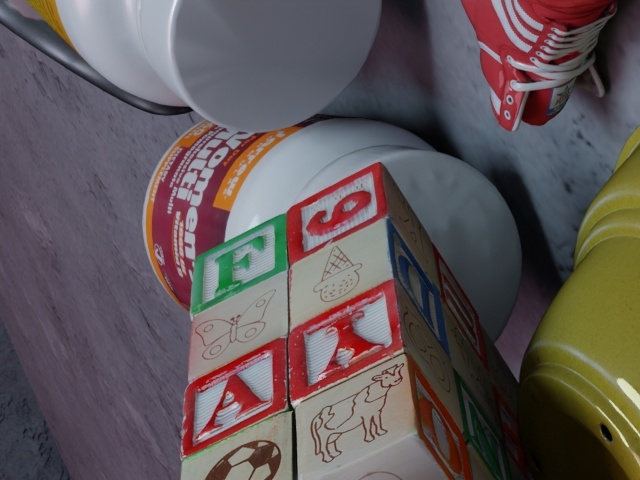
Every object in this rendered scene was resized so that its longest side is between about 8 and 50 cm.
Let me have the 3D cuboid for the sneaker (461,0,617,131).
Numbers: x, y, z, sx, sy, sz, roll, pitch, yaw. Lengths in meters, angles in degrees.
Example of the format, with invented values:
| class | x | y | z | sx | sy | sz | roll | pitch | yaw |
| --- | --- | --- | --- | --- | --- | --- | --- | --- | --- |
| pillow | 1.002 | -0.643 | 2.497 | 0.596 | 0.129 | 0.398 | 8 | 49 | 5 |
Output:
| class | x | y | z | sx | sy | sz | roll | pitch | yaw |
| --- | --- | --- | --- | --- | --- | --- | --- | --- | --- |
| sneaker | 0.084 | -0.071 | 0.588 | 0.118 | 0.042 | 0.067 | -150 | 41 | -74 |

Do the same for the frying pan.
| class | x | y | z | sx | sy | sz | roll | pitch | yaw |
| --- | --- | --- | --- | --- | --- | --- | --- | --- | --- |
| frying pan | -0.189 | -0.167 | 1.030 | 0.326 | 0.053 | 0.197 | 36 | -174 | 25 |

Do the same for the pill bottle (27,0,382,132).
| class | x | y | z | sx | sy | sz | roll | pitch | yaw |
| --- | --- | --- | --- | --- | --- | --- | --- | --- | --- |
| pill bottle | -0.074 | -0.145 | 0.788 | 0.246 | 0.136 | 0.136 | 44 | 154 | 49 |

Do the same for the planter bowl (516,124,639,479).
| class | x | y | z | sx | sy | sz | roll | pitch | yaw |
| --- | --- | --- | --- | --- | --- | --- | --- | --- | --- |
| planter bowl | 0.130 | 0.070 | 0.575 | 0.217 | 0.090 | 0.217 | 54 | 161 | 28 |

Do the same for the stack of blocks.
| class | x | y | z | sx | sy | sz | roll | pitch | yaw |
| --- | --- | --- | --- | --- | --- | --- | --- | --- | --- |
| stack of blocks | 0.062 | 0.139 | 0.649 | 0.297 | 0.087 | 0.171 | 55 | -165 | -28 |

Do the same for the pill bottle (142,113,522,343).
| class | x | y | z | sx | sy | sz | roll | pitch | yaw |
| --- | --- | --- | --- | --- | --- | --- | --- | --- | --- |
| pill bottle | 0.000 | 0.000 | 0.803 | 0.221 | 0.121 | 0.121 | 16 | 130 | 68 |
